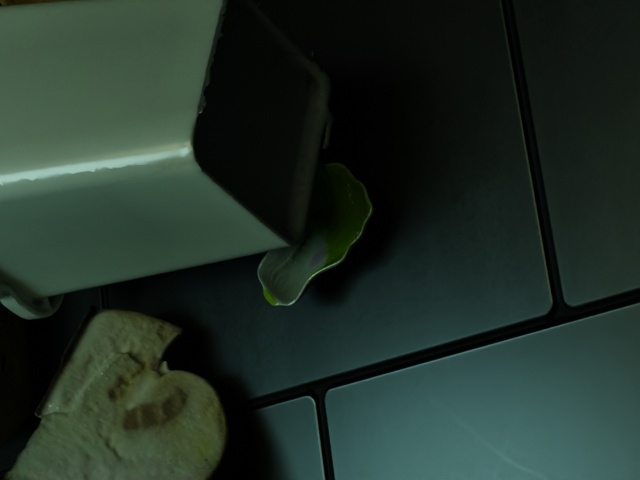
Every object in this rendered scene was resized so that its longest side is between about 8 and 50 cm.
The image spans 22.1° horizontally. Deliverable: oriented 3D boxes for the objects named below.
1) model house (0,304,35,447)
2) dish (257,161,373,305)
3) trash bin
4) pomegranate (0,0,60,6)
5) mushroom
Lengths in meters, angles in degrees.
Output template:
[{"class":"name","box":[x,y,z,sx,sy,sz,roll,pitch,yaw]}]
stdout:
[{"class":"model house","box":[-0.381,0.120,1.666,0.164,0.141,0.203,-10,78,26]},{"class":"dish","box":[0.000,0.000,1.446,0.091,0.039,0.137,42,105,36]},{"class":"trash bin","box":[-0.205,-0.097,1.438,0.367,0.296,0.256,-5,60,32]},{"class":"pomegranate","box":[-0.221,-0.285,1.579,0.207,0.207,0.207,-8,77,37]},{"class":"mushroom","box":[-0.177,0.200,1.510,0.162,0.173,0.236,108,-175,-52]}]
